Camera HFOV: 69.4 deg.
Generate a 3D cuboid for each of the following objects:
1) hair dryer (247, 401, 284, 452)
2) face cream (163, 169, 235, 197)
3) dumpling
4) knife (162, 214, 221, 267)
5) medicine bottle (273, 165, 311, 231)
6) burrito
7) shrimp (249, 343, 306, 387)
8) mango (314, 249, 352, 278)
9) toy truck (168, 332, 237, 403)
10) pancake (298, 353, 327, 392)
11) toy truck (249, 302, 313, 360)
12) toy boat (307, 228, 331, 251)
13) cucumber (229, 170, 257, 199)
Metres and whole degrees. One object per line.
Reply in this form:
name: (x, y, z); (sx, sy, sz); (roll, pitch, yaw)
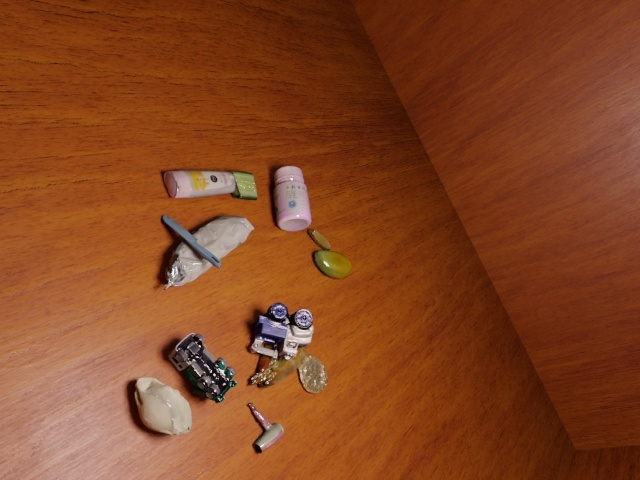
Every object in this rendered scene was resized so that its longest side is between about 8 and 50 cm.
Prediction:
hair dryer: (-0.198, 0.608, 1.531); (0.106, 0.054, 0.154); (-21, 74, -47)
face cream: (-0.444, -0.211, 1.719); (0.269, 0.073, 0.107); (-11, 69, -49)
dumpling: (-0.438, 0.461, 1.309); (0.155, 0.111, 0.181); (16, 58, -79)
knife: (-0.428, -0.004, 1.527); (0.313, 0.019, 0.044); (36, 32, 22)
medicine bottle: (-0.125, -0.180, 1.987); (0.151, 0.152, 0.255); (13, 60, -43)
burrito: (-0.402, 0.029, 1.593); (0.139, 0.101, 0.445); (38, 41, 5)
shrimp: (-0.160, 0.432, 1.663); (0.154, 0.062, 0.294); (50, 36, 5)
mango: (0.054, 0.103, 2.064); (0.194, 0.091, 0.130); (33, 48, -25)
toy truck: (-0.367, 0.398, 1.412); (0.216, 0.116, 0.110); (49, 39, -4)
pancake: (-0.030, 0.511, 1.780); (0.151, 0.025, 0.152); (25, 52, -36)
toy truck: (-0.135, 0.332, 1.643); (0.213, 0.161, 0.177); (17, 57, -13)
toy boat: (0.000, 0.000, 2.100); (0.149, 0.049, 0.047); (45, 72, -23)
cucumber: (-0.316, -0.216, 1.870); (0.115, 0.062, 0.117); (-2, 77, -46)
